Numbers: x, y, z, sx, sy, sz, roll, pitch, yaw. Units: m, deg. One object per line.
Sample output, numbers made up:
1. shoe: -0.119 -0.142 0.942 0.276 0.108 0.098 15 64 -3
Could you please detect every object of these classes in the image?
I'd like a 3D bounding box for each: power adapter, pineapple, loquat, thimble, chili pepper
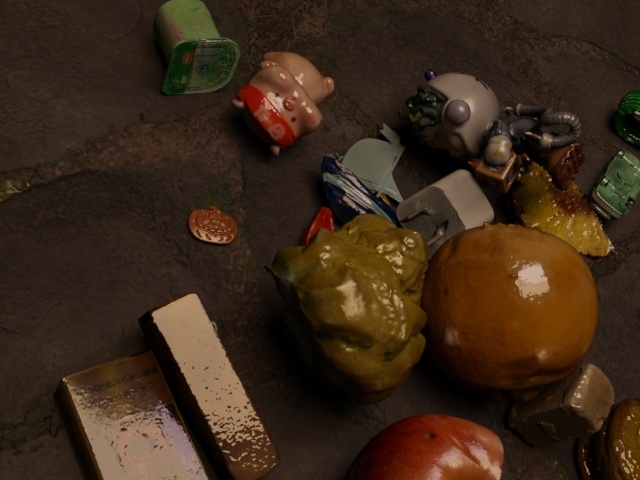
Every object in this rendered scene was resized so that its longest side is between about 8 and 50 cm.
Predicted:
1. power adapter: 0.225 -0.042 1.708 0.205 0.125 0.130 -27 87 -51
2. pineapple: 0.481 -0.057 1.888 0.161 0.158 0.334 -29 68 6
3. loquat: 0.329 0.124 1.576 0.328 0.328 0.328 11 58 -19
4. thimble: 0.780 -0.294 2.153 0.130 0.118 0.090 27 56 14
5. chili pepper: 0.005 0.000 1.665 0.088 0.065 0.169 26 47 -26

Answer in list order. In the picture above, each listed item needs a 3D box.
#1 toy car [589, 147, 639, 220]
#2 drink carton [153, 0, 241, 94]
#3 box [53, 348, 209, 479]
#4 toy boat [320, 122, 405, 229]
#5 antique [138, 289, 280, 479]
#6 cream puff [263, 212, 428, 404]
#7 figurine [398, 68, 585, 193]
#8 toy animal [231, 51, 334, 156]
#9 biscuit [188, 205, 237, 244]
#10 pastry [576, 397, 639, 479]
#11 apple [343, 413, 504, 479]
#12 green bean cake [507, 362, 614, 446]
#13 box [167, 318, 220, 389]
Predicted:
1. toy car: 0.681 -0.126 2.035 0.090 0.076 0.224 41 46 3
2. drink carton: -0.250 -0.385 1.727 0.144 0.146 0.142 -8 57 -29
3. box: -0.287 0.302 1.350 0.159 0.071 0.240 -14 68 -33
4. toy boat: 0.114 -0.140 1.787 0.220 0.067 0.291 40 50 -13
5. antique: -0.174 0.237 1.390 0.087 0.093 0.310 -27 87 -26
6. cream puff: 0.080 0.112 1.456 0.270 0.323 0.274 -28 60 -12
7. figurine: 0.333 -0.212 1.791 0.382 0.261 0.186 33 73 29
8. toy animal: -0.077 -0.274 1.727 0.171 0.171 0.197 32 50 -4
9. biscuit: -0.196 -0.029 1.615 0.091 0.015 0.078 8 60 -21
10. pastry: 0.607 0.413 1.653 0.235 0.132 0.240 25 56 -9
11. apple: 0.133 0.385 1.378 0.163 0.251 0.293 34 53 -15
12. green bean cake: 0.436 0.300 1.609 0.085 0.179 0.109 46 51 -9
13. box: -0.209 0.188 1.474 0.091 0.031 0.126 7 61 -21
